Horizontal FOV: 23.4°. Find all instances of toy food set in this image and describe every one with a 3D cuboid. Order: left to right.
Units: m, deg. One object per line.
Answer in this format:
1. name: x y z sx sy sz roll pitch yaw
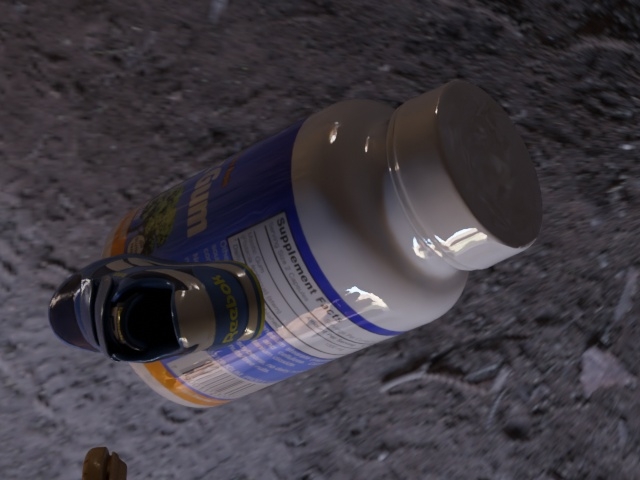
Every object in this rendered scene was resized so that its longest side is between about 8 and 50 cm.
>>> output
1. toy food set: -0.102 0.137 0.703 0.020 0.083 0.082 7 76 -7

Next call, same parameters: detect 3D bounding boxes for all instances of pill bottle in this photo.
1. pill bottle: 0.000 0.000 0.997 0.272 0.152 0.152 -25 86 33

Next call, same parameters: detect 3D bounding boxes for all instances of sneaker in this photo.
1. sneaker: -0.098 0.036 0.801 0.144 0.059 0.053 -7 98 40
